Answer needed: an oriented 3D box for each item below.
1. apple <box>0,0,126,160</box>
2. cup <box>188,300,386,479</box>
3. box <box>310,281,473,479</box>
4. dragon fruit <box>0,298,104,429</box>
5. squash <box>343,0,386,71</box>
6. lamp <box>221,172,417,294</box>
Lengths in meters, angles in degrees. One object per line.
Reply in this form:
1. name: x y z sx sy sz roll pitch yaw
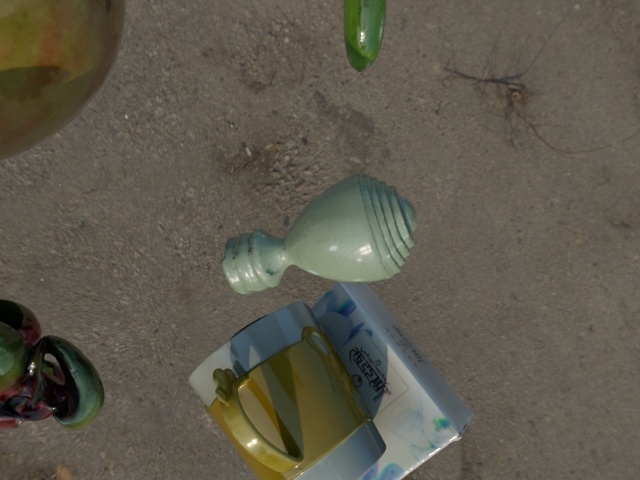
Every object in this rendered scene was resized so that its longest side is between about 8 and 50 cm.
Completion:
1. apple: -0.390 -0.251 0.416 0.347 0.391 0.391 -32 92 22
2. cup: -0.046 0.210 0.561 0.185 0.241 0.226 -39 75 9
3. box: 0.063 0.229 0.711 0.203 0.116 0.274 -45 66 16
4. dragon fruit: -0.312 0.074 0.298 0.273 0.218 0.198 -5 61 -40
5. squash: 0.105 -0.612 1.083 0.107 0.107 0.394 -10 114 -20
6. lamp: 0.000 0.000 0.449 0.193 0.106 0.106 -15 84 13
